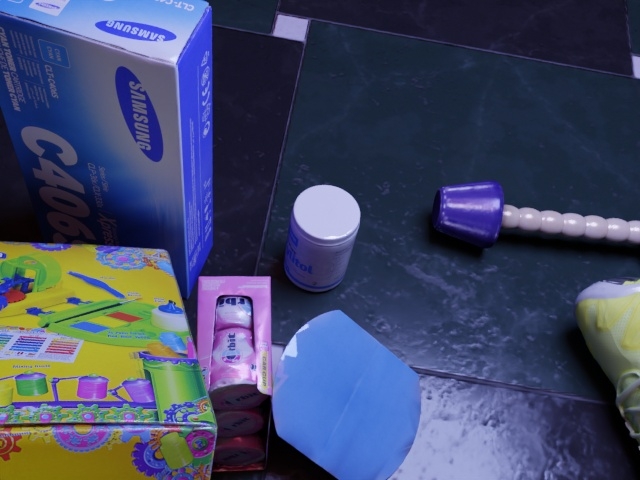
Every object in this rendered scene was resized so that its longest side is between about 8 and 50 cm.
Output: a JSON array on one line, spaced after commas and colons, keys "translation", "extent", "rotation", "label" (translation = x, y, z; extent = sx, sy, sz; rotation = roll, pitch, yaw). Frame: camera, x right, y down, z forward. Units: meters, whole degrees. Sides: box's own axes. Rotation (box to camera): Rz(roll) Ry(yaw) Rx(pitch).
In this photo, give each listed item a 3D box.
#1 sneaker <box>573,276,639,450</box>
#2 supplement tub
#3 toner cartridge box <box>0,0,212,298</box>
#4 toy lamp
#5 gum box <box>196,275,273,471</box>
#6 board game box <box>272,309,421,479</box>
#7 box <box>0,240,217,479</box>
[{"translation": [0.359, 0.195, 0.763], "extent": [0.147, 0.145, 0.384], "rotation": [-23, 61, -22], "label": "sneaker"}, {"translation": [0.000, 0.000, 0.866], "extent": [0.071, 0.107, 0.071], "rotation": [3, 56, -5], "label": "supplement tub"}, {"translation": [-0.186, -0.082, 0.751], "extent": [0.165, 0.347, 0.075], "rotation": [17, 57, 4], "label": "toner cartridge box"}, {"translation": [0.264, -0.019, 0.937], "extent": [0.275, 0.080, 0.080], "rotation": [8, 55, -5], "label": "toy lamp"}, {"translation": [-0.075, 0.119, 0.726], "extent": [0.062, 0.188, 0.107], "rotation": [0, 56, -6], "label": "gum box"}, {"translation": [0.019, 0.153, 0.789], "extent": [0.169, 0.033, 0.133], "rotation": [40, 62, -20], "label": "board game box"}, {"translation": [-0.248, 0.129, 0.604], "extent": [0.290, 0.176, 0.279], "rotation": [3, 22, -18], "label": "box"}]
